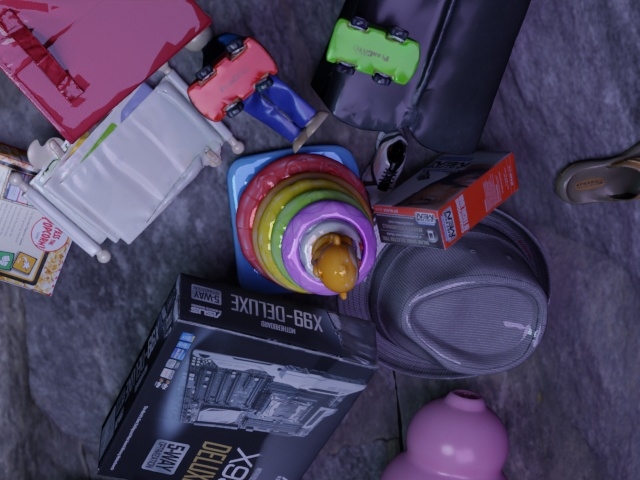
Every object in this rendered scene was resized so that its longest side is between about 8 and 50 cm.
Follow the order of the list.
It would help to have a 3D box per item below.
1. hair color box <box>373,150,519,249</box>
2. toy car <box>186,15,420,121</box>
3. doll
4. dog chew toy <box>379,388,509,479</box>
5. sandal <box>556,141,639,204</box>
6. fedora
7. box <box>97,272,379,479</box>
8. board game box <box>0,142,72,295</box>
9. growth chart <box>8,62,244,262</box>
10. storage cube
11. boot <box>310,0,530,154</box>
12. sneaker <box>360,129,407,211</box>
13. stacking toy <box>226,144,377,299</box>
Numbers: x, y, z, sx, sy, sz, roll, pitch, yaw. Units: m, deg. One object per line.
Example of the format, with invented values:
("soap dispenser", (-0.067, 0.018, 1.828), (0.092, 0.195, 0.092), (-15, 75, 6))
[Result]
("hair color box", (0.148, -0.051, 1.581), (0.167, 0.093, 0.053), (-38, 123, -42))
("toy car", (-0.006, -0.219, 1.437), (0.224, 0.053, 0.239), (16, 107, -7))
("doll", (-0.084, -0.177, 1.525), (0.189, 0.129, 0.046), (41, 54, -4))
("dog chew toy", (0.154, 0.353, 1.736), (0.206, 0.206, 0.332), (7, 101, -15))
("sandal", (0.384, -0.079, 1.693), (0.180, 0.049, 0.072), (-14, 113, -7))
("fedora", (0.168, 0.079, 1.664), (0.275, 0.124, 0.244), (15, 106, -18))
("box", (-0.104, 0.187, 1.606), (0.242, 0.077, 0.307), (16, 132, -18))
("board game box", (-0.372, -0.035, 1.539), (0.193, 0.045, 0.147), (20, 105, -19))
("growth chart", (-0.218, -0.093, 1.533), (0.237, 0.021, 0.172), (-42, 113, -13))
("storage cube", (-0.252, -0.243, 1.399), (0.193, 0.215, 0.184), (-41, 113, -2))
("boot", (0.233, -0.297, 1.519), (0.367, 0.146, 0.445), (19, 103, -10))
("sneaker", (0.076, -0.083, 1.625), (0.040, 0.044, 0.109), (6, 111, -17))
("stacking toy", (0.000, 0.000, 1.494), (0.165, 0.302, 0.175), (-8, 102, -9))
